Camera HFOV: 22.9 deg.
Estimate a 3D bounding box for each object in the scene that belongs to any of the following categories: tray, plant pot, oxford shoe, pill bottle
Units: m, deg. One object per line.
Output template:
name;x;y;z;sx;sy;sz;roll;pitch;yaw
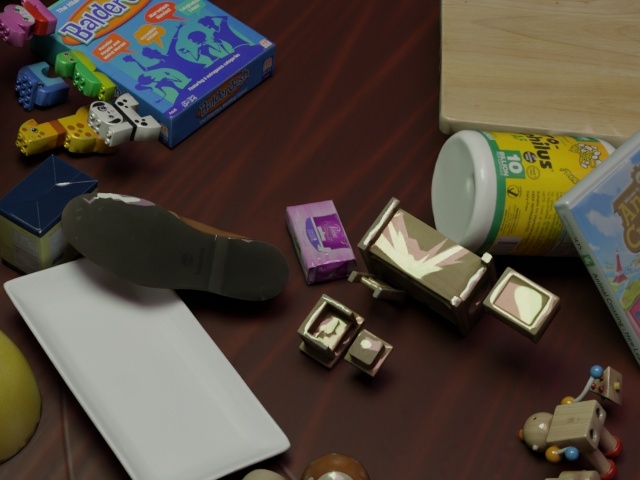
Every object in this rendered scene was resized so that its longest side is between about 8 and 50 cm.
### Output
tray;-0.158;0.117;1.398;0.145;0.030;0.270;-19;54;-32
plant pot;-0.308;0.117;1.348;0.134;0.095;0.134;3;50;-3
oxford shoe;-0.138;0.008;1.462;0.212;0.076;0.076;18;92;-14
pill bottle;0.222;-0.043;1.517;0.208;0.118;0.118;2;48;-19

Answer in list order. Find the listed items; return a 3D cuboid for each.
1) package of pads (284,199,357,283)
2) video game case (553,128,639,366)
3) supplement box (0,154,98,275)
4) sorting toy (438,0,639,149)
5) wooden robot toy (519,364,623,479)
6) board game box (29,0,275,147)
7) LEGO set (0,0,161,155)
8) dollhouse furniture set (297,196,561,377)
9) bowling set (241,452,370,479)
package of pads;0.000;0.000;1.522;0.050;0.032;0.083;-11;52;-13
video game case;0.330;-0.008;1.490;0.212;0.023;0.193;-38;105;-31
supplement box;-0.253;-0.017;1.475;0.056;0.083;0.083;30;53;19
sorting toy;0.248;-0.175;1.661;0.257;0.089;0.255;6;50;-2
wooden robot toy;0.212;0.181;1.386;0.079;0.076;0.173;-8;40;35
board game box;-0.178;-0.204;1.667;0.210;0.047;0.160;34;55;23
LEGO set;-0.269;-0.139;1.574;0.093;0.087;0.227;-21;54;-39
dollhouse furniture set;0.100;0.085;1.445;0.182;0.101;0.161;32;78;20
bowling set;-0.028;0.261;1.196;0.287;0.200;0.154;14;51;11
